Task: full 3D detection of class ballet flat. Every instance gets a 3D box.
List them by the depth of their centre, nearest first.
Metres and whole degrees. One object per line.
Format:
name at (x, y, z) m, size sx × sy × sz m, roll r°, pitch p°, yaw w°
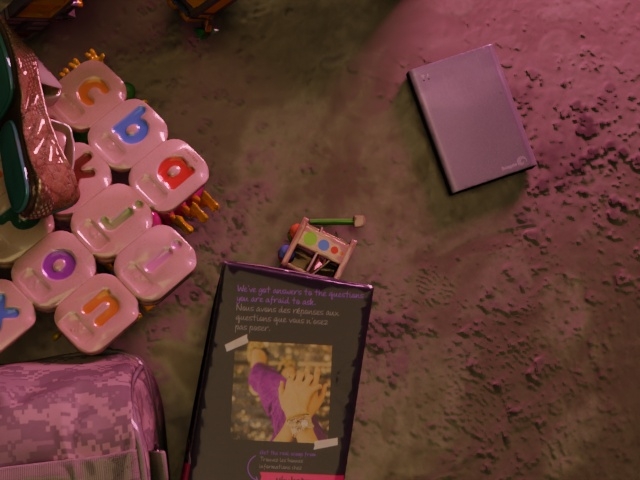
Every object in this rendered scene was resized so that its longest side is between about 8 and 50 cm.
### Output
ballet flat at (-0.265, -0.113, 1.220) m, size 0.067 × 0.073 × 0.206 m, roll -2°, pitch 69°, yaw -38°

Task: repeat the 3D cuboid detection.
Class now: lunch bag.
lunch bag at (-0.283, 0.207, 1.163) m, size 0.305 × 0.256 × 0.213 m, roll -6°, pitch 83°, yaw -6°

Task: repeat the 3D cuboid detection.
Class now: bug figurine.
bug figurine at (-0.230, -0.046, 1.296) m, size 0.216 × 0.072 × 0.279 m, roll -37°, pitch 82°, yaw -15°

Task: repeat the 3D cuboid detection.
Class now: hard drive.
hard drive at (0.154, -0.123, 1.369) m, size 0.094 × 0.022 × 0.135 m, roll -19°, pitch 85°, yaw -8°

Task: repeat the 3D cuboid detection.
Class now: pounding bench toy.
pounding bench toy at (0.000, 0.000, 1.322) m, size 0.065 × 0.052 × 0.083 m, roll 26°, pitch 80°, yaw -1°

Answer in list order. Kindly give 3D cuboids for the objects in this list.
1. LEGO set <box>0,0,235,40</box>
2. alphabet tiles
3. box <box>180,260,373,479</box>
LEGO set at (-0.223, -0.337, 1.314) m, size 0.255 × 0.192 × 0.331 m, roll -15°, pitch 86°, yaw -37°
alphabet tiles at (-0.255, -0.032, 1.226) m, size 0.284 × 0.021 × 0.278 m, roll 44°, pitch 70°, yaw 10°
box at (-0.048, 0.168, 1.236) m, size 0.143 × 0.165 × 0.270 m, roll 10°, pitch 81°, yaw -4°
